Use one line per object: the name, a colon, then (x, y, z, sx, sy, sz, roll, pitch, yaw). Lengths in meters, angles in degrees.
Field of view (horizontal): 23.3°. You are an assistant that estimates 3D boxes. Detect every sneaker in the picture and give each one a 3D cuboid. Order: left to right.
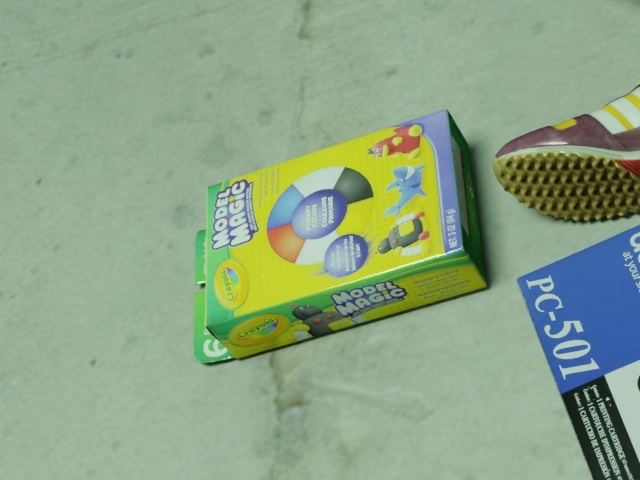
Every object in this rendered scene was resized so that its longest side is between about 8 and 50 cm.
sneaker: (0.207, -0.068, 1.022, 0.185, 0.069, 0.084, -4, 47, 20)

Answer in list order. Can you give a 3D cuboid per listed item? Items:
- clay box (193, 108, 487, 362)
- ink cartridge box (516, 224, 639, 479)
clay box: (0.000, 0.000, 1.092, 0.222, 0.053, 0.127, -17, 50, 17)
ink cartridge box: (0.194, 0.091, 0.921, 0.097, 0.046, 0.207, -25, 49, 10)
